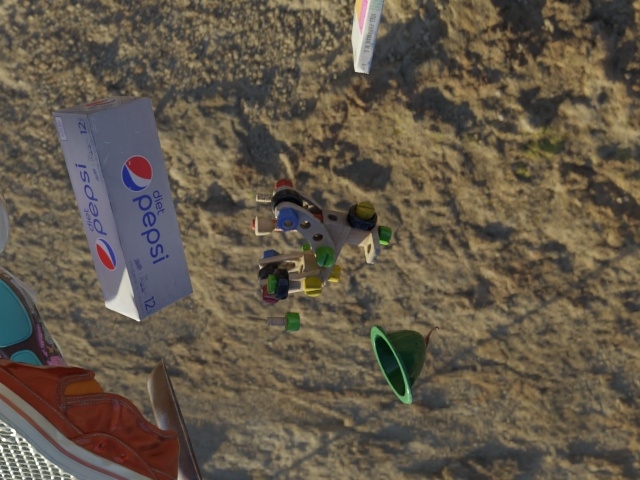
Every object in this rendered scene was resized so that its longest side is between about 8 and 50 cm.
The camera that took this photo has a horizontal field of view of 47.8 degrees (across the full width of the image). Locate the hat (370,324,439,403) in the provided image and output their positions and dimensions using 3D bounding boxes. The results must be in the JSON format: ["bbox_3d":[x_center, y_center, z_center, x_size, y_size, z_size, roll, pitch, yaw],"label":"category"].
[{"bbox_3d":[0.222,0.226,1.551,0.183,0.208,0.173,-20,128,-13],"label":"hat"}]

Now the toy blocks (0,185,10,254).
[{"bbox_3d":[-0.243,-0.036,0.416,0.123,0.148,0.054,32,86,-27],"label":"toy blocks"}]

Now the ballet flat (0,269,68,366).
[{"bbox_3d":[-0.384,0.125,0.942,0.076,0.079,0.222,-17,111,7],"label":"ballet flat"}]

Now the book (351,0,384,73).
[{"bbox_3d":[0.063,-0.301,0.920,0.035,0.096,0.144,6,131,-6],"label":"book"}]

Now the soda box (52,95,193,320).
[{"bbox_3d":[-0.261,-0.044,0.973,0.091,0.098,0.286,11,119,41],"label":"soda box"}]

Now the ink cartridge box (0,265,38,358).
[{"bbox_3d":[-0.585,0.190,1.176,0.121,0.289,0.211,0,155,6],"label":"ink cartridge box"}]

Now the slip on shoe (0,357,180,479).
[{"bbox_3d":[-0.246,0.153,0.633,0.123,0.101,0.331,-21,133,29],"label":"slip on shoe"}]

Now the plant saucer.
[{"bbox_3d":[-0.295,0.396,1.469,0.050,0.311,0.311,-17,137,-14],"label":"plant saucer"}]

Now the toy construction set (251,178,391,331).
[{"bbox_3d":[0.000,0.000,1.424,0.237,0.309,0.258,2,109,-14],"label":"toy construction set"}]
